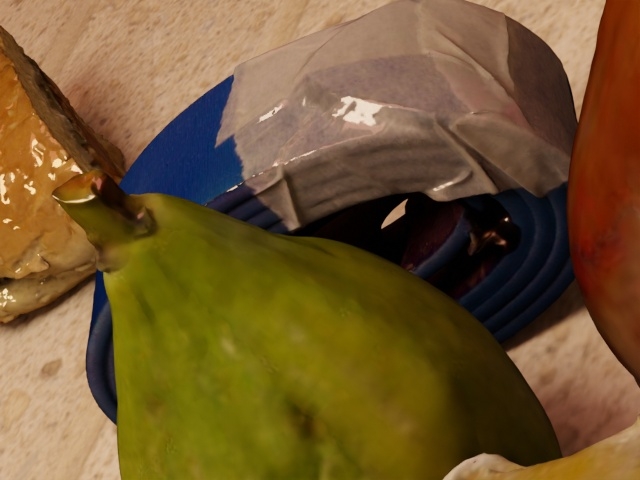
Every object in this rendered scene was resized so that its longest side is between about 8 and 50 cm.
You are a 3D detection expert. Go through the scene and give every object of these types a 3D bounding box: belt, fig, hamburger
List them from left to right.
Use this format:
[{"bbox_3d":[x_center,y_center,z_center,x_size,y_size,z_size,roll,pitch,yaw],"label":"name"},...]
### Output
[{"bbox_3d":[-0.287,-0.042,1.259,0.209,0.162,0.330,-45,40,1],"label":"hamburger"},{"bbox_3d":[0.000,0.000,0.872,0.347,0.212,0.117,-32,36,28],"label":"belt"},{"bbox_3d":[0.007,0.106,0.702,0.233,0.314,0.233,-6,48,7],"label":"fig"}]

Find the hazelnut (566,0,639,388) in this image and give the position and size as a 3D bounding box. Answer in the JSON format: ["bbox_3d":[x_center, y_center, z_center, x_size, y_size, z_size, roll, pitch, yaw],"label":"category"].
[{"bbox_3d":[0.266,-0.062,0.577,0.366,0.366,0.365,-28,40,26],"label":"hazelnut"}]

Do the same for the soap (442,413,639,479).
[{"bbox_3d":[0.135,0.273,0.479,0.169,0.338,0.304,-23,16,27],"label":"soap"}]

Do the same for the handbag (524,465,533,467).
[{"bbox_3d":[0.080,0.252,0.599,0.211,0.089,0.254,42,93,16],"label":"handbag"}]
